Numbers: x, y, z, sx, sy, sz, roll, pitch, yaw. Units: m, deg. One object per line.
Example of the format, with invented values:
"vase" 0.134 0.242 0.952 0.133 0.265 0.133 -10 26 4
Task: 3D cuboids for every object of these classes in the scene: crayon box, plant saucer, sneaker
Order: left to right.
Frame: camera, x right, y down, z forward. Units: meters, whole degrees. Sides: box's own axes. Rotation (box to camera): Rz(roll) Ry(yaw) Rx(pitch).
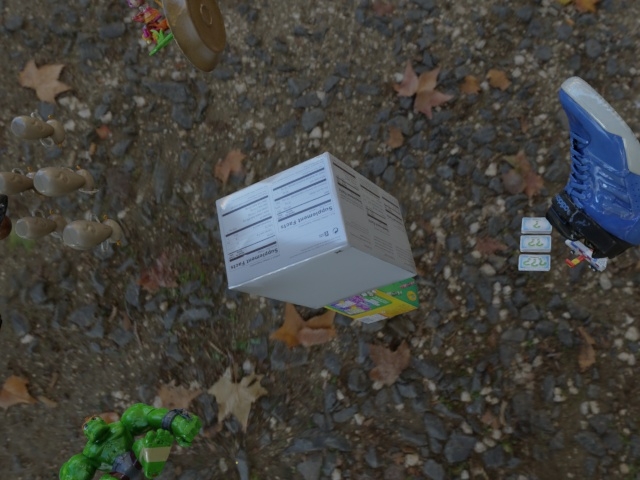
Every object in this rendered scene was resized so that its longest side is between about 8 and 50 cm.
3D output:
"plant saucer" -0.097 -0.177 0.510 0.015 0.083 0.084 -12 70 20
"crayon box" 0.101 0.121 1.583 0.278 0.165 0.081 27 51 -45
"sneaker" 0.204 -0.046 0.489 0.152 0.084 0.058 44 23 -25

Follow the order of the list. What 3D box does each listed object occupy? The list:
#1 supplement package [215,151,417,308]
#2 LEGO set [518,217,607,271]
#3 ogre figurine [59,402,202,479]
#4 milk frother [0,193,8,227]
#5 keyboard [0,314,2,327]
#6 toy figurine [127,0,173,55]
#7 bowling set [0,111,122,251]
"supplement package" 0.000 0.000 1.011 0.204 0.262 0.145 -21 68 24
"LEGO set" 0.634 -0.001 1.626 0.244 0.060 0.183 2 48 21
"ogre figurine" -0.259 0.280 0.817 0.097 0.118 0.197 45 71 -39
"milk frother" -0.599 -0.075 1.050 0.134 0.143 0.129 41 57 3
"keyboard" -0.390 0.134 0.653 0.038 0.100 0.192 -27 44 13
"toy figurine" -0.370 -0.513 1.399 0.159 0.173 0.130 51 47 -19
"bowling set" -0.532 -0.081 1.212 0.199 0.154 0.287 -23 90 13
